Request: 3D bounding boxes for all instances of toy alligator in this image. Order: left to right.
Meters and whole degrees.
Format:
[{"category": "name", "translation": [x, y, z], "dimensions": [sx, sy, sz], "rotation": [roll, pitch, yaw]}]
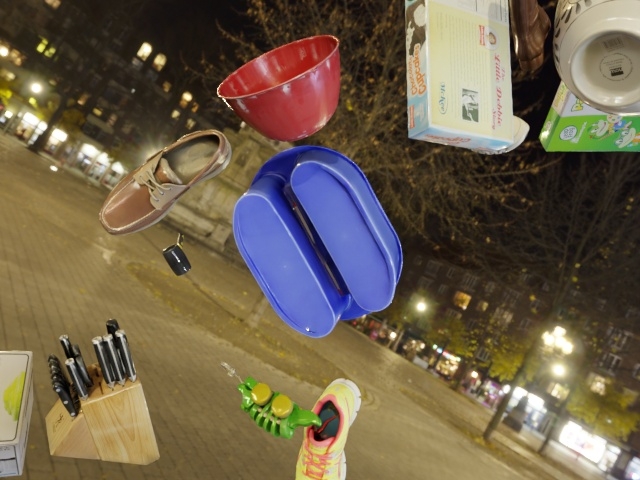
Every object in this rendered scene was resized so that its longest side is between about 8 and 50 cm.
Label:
[{"category": "toy alligator", "translation": [-0.085, 0.229, 0.679], "dimensions": [0.190, 0.051, 0.056], "rotation": [18, -27, 33]}]

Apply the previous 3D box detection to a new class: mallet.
[{"category": "mallet", "translation": [-0.305, 0.026, 1.061], "dimensions": [0.062, 0.039, 0.189], "rotation": [64, -4, -14]}]

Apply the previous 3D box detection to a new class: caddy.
[{"category": "caddy", "translation": [0.000, 0.000, 0.862], "dimensions": [0.341, 0.241, 0.179], "rotation": [61, 15, -8]}]

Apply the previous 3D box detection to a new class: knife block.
[{"category": "knife block", "translation": [-0.349, 0.263, 0.851], "dimensions": [0.276, 0.242, 0.088], "rotation": [35, 6, -44]}]

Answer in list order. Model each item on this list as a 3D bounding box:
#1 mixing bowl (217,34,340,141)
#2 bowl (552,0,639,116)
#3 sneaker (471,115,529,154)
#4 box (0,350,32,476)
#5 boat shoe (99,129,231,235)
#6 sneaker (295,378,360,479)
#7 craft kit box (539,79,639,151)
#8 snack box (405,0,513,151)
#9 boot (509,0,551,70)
[{"category": "mixing bowl", "translation": [-0.043, -0.206, 0.693], "dimensions": [0.181, 0.181, 0.098], "rotation": [23, -32, 47]}, {"category": "bowl", "translation": [0.273, -0.169, 0.425], "dimensions": [0.170, 0.080, 0.170], "rotation": [36, -24, 19]}, {"category": "sneaker", "translation": [0.379, -0.299, 1.242], "dimensions": [0.292, 0.110, 0.118], "rotation": [22, -4, 39]}, {"category": "box", "translation": [-0.611, 0.342, 0.928], "dimensions": [0.087, 0.169, 0.290], "rotation": [7, -37, -26]}, {"category": "boat shoe", "translation": [-0.332, -0.134, 1.027], "dimensions": [0.123, 0.324, 0.116], "rotation": [49, -10, -4]}, {"category": "sneaker", "translation": [0.000, 0.321, 0.754], "dimensions": [0.082, 0.208, 0.094], "rotation": [11, -5, 20]}, {"category": "craft kit box", "translation": [0.571, -0.278, 0.896], "dimensions": [0.247, 0.061, 0.249], "rotation": [2, -43, 2]}, {"category": "snack box", "translation": [0.235, -0.323, 0.823], "dimensions": [0.187, 0.321, 0.060], "rotation": [3, -7, -26]}, {"category": "boot", "translation": [0.195, -0.240, 0.465], "dimensions": [0.037, 0.106, 0.114], "rotation": [-10, -38, 27]}]
